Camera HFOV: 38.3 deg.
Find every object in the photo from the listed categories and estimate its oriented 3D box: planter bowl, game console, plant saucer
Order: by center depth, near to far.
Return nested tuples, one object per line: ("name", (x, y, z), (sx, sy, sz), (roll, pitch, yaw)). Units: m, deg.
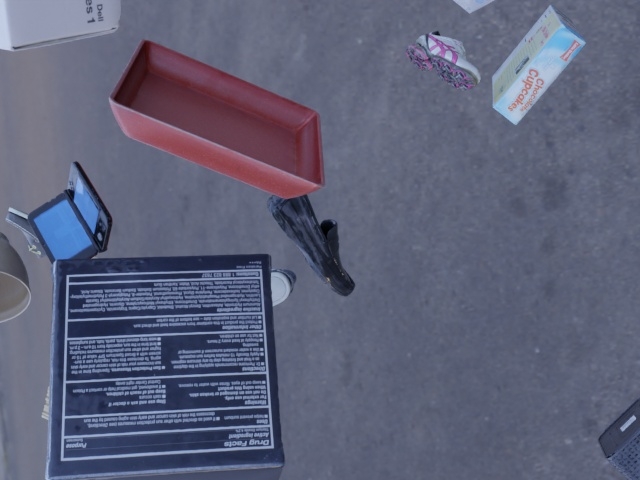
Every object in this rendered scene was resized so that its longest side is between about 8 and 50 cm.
("plant saucer", (-0.123, -0.146, 1.136), (0.259, 0.258, 0.048), (-94, 28, -63))
("planter bowl", (-0.542, 0.048, 1.458), (0.162, 0.162, 0.109), (117, 148, -48))
("game console", (-0.420, -0.038, 1.539), (0.144, 0.085, 0.124), (54, 142, 24))

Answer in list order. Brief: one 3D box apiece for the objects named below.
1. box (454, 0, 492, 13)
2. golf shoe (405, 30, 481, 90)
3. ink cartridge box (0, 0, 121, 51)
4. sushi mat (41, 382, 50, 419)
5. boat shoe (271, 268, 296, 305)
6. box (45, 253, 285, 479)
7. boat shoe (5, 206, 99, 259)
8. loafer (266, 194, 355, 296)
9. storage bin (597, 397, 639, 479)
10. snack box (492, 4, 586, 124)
("box", (0.258, -0.445, 1.452), (0.186, 0.145, 0.038), (-21, 48, 49))
("golf shoe", (0.240, -0.342, 1.711), (0.186, 0.086, 0.067), (43, 169, 43))
("ink cartridge box", (-0.308, -0.283, 0.771), (0.278, 0.117, 0.202), (18, 119, 32))
("sushi mat", (-0.285, 0.252, 1.414), (0.316, 0.019, 0.152), (18, 88, 23))
("boat shoe", (-0.169, 0.120, 1.985), (0.254, 0.079, 0.095), (-25, 94, 20))
("box", (-0.210, 0.189, 1.254), (0.183, 0.296, 0.294), (105, 161, -62))
("boat shoe", (-0.577, 0.011, 1.964), (0.069, 0.227, 0.081), (-58, 32, -7))
("loafer", (0.000, 0.000, 1.503), (0.223, 0.078, 0.076), (54, -178, -26))
("storage bin", (0.537, 0.332, 1.521), (0.084, 0.180, 0.122), (44, 98, 8))
("snack box", (0.407, -0.341, 1.753), (0.187, 0.060, 0.322), (-52, 4, 22))
